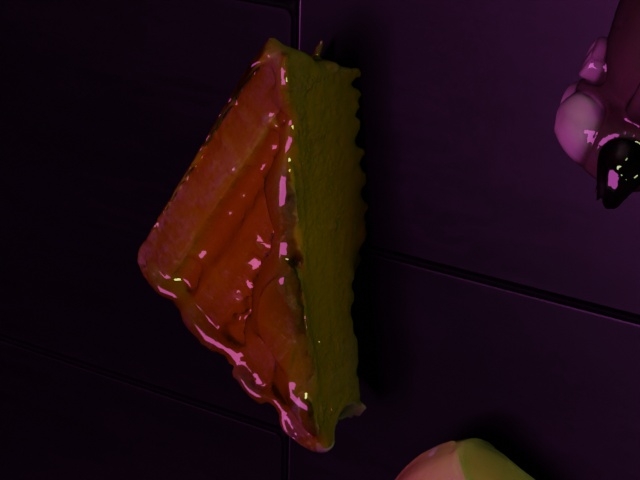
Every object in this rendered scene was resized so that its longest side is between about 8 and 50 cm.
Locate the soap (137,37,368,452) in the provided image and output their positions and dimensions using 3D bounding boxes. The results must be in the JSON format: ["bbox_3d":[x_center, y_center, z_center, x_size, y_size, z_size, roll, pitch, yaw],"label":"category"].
[{"bbox_3d":[0.000,0.000,1.830,0.304,0.169,0.338,45,128,15],"label":"soap"}]

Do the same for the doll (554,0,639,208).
[{"bbox_3d":[0.293,-0.147,1.561,0.117,0.182,0.257,29,123,2],"label":"doll"}]

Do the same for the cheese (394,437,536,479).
[{"bbox_3d":[0.149,0.371,1.877,0.259,0.128,0.316,45,128,13],"label":"cheese"}]
